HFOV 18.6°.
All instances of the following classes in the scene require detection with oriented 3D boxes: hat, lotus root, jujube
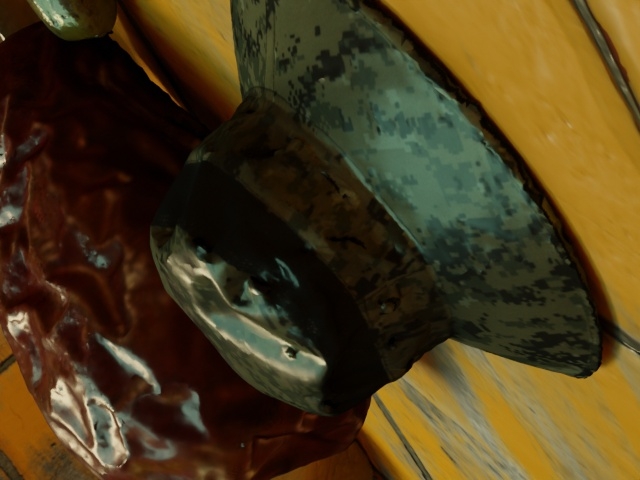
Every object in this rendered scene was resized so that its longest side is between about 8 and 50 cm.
[{"bbox_3d":[0.000,0.000,0.868,0.265,0.128,0.265,45,169,11],"label":"hat"},{"bbox_3d":[-0.165,-0.167,1.220,0.099,0.049,0.054,51,-165,-2],"label":"lotus root"},{"bbox_3d":[-0.112,0.011,1.234,0.342,0.216,0.216,60,175,23],"label":"jujube"}]

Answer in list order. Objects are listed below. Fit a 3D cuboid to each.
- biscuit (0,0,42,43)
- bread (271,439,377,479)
[{"bbox_3d":[-0.222,-0.133,1.579,0.368,0.076,0.394,50,168,4],"label":"biscuit"},{"bbox_3d":[-0.073,0.242,1.761,0.184,0.211,0.224,9,140,27],"label":"bread"}]
